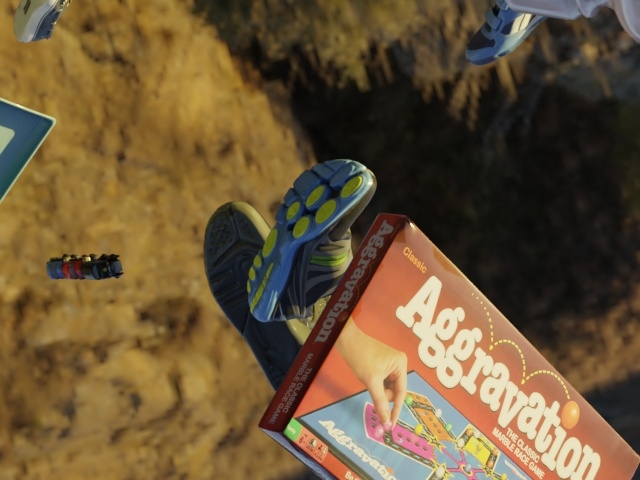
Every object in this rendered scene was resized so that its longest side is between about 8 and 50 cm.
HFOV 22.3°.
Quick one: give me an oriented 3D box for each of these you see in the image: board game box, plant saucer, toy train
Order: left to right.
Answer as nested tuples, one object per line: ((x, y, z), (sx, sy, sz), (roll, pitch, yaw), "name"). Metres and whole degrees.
((-0.285, -0.034, 1.271), (0.067, 0.018, 0.192), (20, 114, -44), "plant saucer")
((-0.251, 0.030, 1.699), (0.036, 0.027, 0.158), (-19, -171, -29), "toy train")
((0.089, 0.122, 0.976), (0.027, 0.145, 0.281), (7, 151, 48), "board game box")

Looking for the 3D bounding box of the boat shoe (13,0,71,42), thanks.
((-0.286, -0.254, 1.708), (0.040, 0.049, 0.142), (-3, 160, -29), "boat shoe")

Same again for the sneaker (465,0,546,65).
((0.203, -0.247, 1.727), (0.144, 0.053, 0.059), (-43, 123, 15), "sneaker")

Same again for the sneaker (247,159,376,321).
((0.000, 0.000, 1.410), (0.078, 0.067, 0.188), (7, 133, -29), "sneaker")

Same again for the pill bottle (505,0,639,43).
((0.249, -0.178, 0.883), (0.283, 0.160, 0.160), (9, 179, 18), "pill bottle")

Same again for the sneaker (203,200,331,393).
((-0.044, 0.049, 1.682), (0.087, 0.228, 0.130), (-22, -161, 22), "sneaker")
